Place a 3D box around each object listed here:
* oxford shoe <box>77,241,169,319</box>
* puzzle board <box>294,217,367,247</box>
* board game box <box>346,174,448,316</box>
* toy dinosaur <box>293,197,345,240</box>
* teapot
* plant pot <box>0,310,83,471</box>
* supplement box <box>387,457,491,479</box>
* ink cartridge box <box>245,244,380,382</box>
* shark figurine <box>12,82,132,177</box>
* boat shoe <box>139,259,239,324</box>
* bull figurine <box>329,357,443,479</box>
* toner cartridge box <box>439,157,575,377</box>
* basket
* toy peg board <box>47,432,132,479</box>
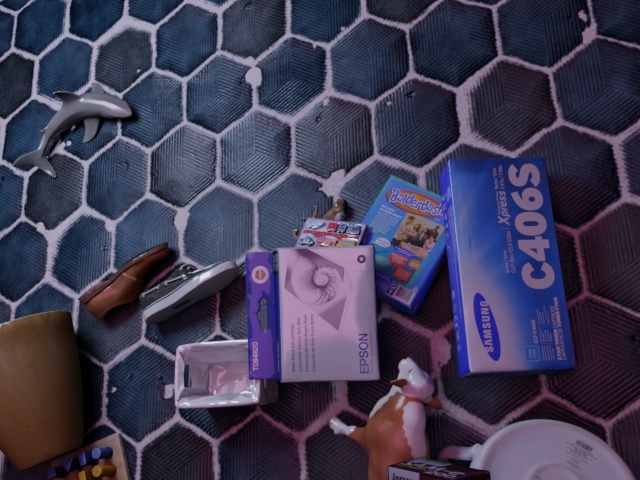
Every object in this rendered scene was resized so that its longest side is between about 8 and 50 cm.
[{"bbox_3d":[-0.382,0.080,1.371,0.212,0.076,0.076,-37,96,4],"label":"oxford shoe"},{"bbox_3d":[0.011,0.005,1.192,0.128,0.011,0.096,7,62,34],"label":"puzzle board"},{"bbox_3d":[0.142,0.005,1.180,0.160,0.047,0.210,26,74,25],"label":"board game box"},{"bbox_3d":[0.000,0.000,1.252,0.092,0.053,0.183,5,76,20],"label":"toy dinosaur"},{"bbox_3d":[0.315,0.392,0.957,0.252,0.187,0.256,-7,44,-1],"label":"teapot"},{"bbox_3d":[-0.554,0.295,1.289,0.237,0.237,0.254,-26,80,11],"label":"plant pot"},{"bbox_3d":[0.160,0.418,0.882,0.130,0.073,0.239,-14,77,54],"label":"supplement box"},{"bbox_3d":[-0.017,0.120,1.115,0.224,0.045,0.223,-3,85,7],"label":"ink cartridge box"},{"bbox_3d":[-0.572,-0.278,1.514,0.278,0.116,0.166,-32,65,7],"label":"shark figurine"},{"bbox_3d":[-0.260,0.083,1.309,0.219,0.078,0.070,-29,68,12],"label":"boat shoe"},{"bbox_3d":[0.109,0.340,1.035,0.188,0.101,0.310,-23,67,52],"label":"bull figurine"},{"bbox_3d":[0.294,0.039,1.090,0.165,0.075,0.348,-2,73,-2],"label":"toner cartridge box"},{"bbox_3d":[-0.163,0.242,1.212,0.167,0.103,0.113,-7,72,19],"label":"basket"},{"bbox_3d":[-0.442,0.464,1.263,0.161,0.079,0.161,-25,68,11],"label":"toy peg board"}]
